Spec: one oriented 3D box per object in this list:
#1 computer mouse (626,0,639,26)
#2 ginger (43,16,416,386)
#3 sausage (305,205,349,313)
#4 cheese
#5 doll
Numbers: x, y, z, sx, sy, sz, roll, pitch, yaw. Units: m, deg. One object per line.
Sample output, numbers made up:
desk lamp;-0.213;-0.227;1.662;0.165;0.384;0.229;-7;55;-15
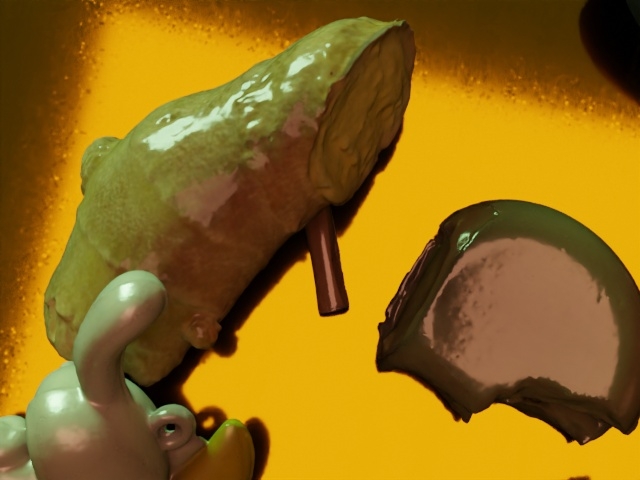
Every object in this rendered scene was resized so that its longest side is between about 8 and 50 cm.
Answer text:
computer mouse;0.341;-0.161;0.939;0.270;0.086;0.137;39;93;-2
ginger;-0.067;-0.042;0.905;0.354;0.126;0.190;-36;64;4
sausage;0.000;0.000;0.955;0.026;0.026;0.116;-11;81;0
cheese;0.157;0.066;0.910;0.202;0.091;0.175;33;86;6
doll;-0.163;0.157;0.854;0.237;0.111;0.252;-21;119;12
